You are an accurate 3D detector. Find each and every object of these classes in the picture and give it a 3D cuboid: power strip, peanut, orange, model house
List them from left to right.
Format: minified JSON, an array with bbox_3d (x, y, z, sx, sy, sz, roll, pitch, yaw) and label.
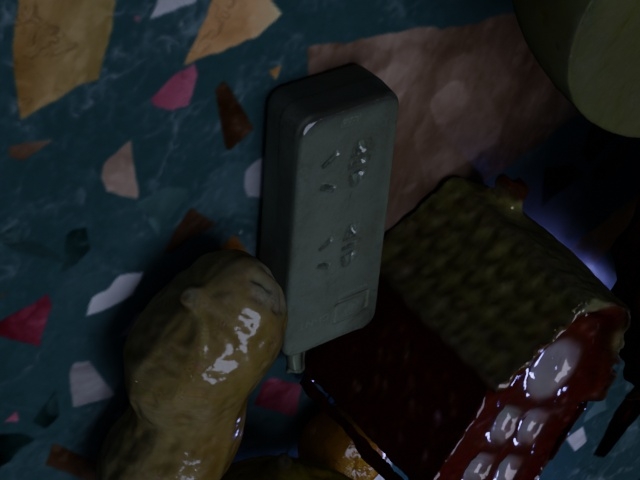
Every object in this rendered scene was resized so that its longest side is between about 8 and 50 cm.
[{"bbox_3d":[-0.104,0.119,1.234,0.117,0.101,0.263,6,125,-21],"label":"peanut"},{"bbox_3d":[0.000,0.000,1.257,0.093,0.053,0.288,-22,136,-28],"label":"power strip"},{"bbox_3d":[0.021,0.184,1.429,0.083,0.070,0.083,-14,128,-19],"label":"orange"},{"bbox_3d":[0.132,0.082,1.338,0.160,0.196,0.254,9,117,-44],"label":"model house"}]

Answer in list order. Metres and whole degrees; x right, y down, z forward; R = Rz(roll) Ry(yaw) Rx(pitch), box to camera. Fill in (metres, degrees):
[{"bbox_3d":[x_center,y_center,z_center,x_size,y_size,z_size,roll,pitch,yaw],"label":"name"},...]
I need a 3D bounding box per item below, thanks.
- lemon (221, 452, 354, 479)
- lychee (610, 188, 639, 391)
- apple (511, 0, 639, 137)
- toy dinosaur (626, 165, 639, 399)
[{"bbox_3d":[-0.044,0.299,1.348,0.228,0.228,0.253,-11,155,-36],"label":"lemon"},{"bbox_3d":[0.437,0.074,1.332,0.500,0.424,0.424,-40,142,-5],"label":"lychee"},{"bbox_3d":[0.313,-0.240,1.145,0.360,0.320,0.311,3,84,-50],"label":"apple"},{"bbox_3d":[0.369,0.048,1.622,0.206,0.113,0.327,-69,155,-11],"label":"toy dinosaur"}]
